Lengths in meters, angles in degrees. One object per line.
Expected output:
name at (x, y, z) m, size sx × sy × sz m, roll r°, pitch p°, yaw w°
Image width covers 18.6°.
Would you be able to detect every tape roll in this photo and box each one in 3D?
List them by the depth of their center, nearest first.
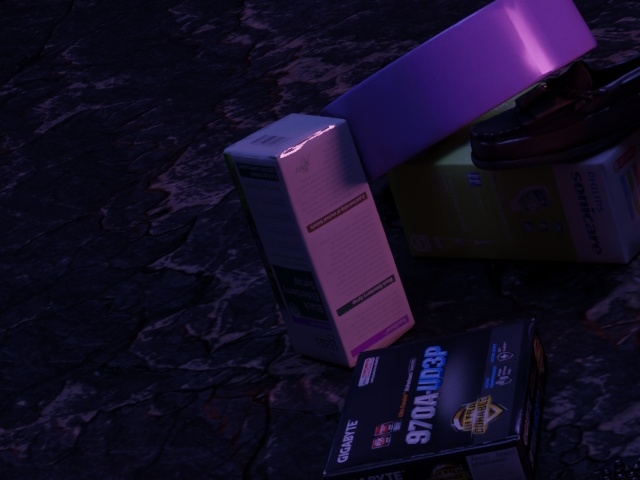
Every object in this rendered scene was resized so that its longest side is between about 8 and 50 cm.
tape roll at (0.138, -0.161, 1.958) m, size 0.275 × 0.090 × 0.275 m, roll -31°, pitch 2°, yaw 1°

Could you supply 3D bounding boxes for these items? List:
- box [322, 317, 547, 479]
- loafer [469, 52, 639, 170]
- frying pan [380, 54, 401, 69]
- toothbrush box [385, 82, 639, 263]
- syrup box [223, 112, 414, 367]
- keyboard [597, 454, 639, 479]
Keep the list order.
box at (0.107, 0.155, 1.732) m, size 0.175 × 0.051 × 0.220 m, roll -12°, pitch 23°, yaw 16°
loafer at (0.287, -0.155, 1.948) m, size 0.302 × 0.095 × 0.109 m, roll -16°, pitch 24°, yaw 4°
frying pan at (0.146, -0.158, 2.241) m, size 0.197 × 0.053 × 0.326 m, roll -28°, pitch -16°, yaw -15°
toothbrush box at (0.245, -0.077, 2.087) m, size 0.283 × 0.122 × 0.206 m, roll 3°, pitch 31°, yaw 41°
syrup box at (0.000, 0.000, 1.939) m, size 0.096 × 0.237 × 0.093 m, roll -31°, pitch 24°, yaw -29°
keyboard at (0.312, 0.166, 1.556) m, size 0.192 × 0.038 × 0.100 m, roll -12°, pitch 22°, yaw 15°
